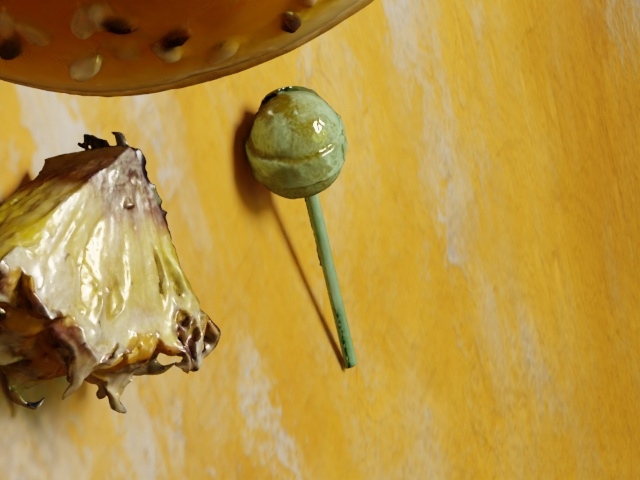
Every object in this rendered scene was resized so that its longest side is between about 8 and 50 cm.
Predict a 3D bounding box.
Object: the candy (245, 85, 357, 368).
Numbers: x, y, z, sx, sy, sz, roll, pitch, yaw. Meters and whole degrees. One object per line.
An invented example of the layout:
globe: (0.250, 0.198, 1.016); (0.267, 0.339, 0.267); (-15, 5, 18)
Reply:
candy: (0.000, 0.000, 0.940); (0.061, 0.061, 0.202); (-68, 153, -44)

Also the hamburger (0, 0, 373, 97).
hamburger: (-0.070, -0.196, 0.527); (0.176, 0.300, 0.300); (-49, 132, -78)

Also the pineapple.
pineapple: (-0.100, 0.011, 0.680); (0.137, 0.069, 0.116); (28, 63, -60)
